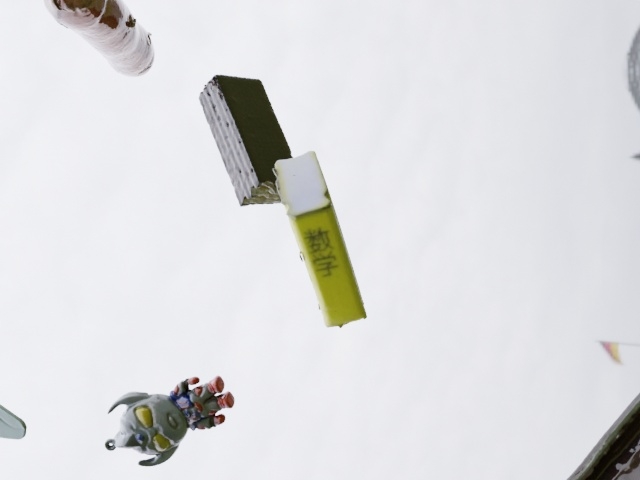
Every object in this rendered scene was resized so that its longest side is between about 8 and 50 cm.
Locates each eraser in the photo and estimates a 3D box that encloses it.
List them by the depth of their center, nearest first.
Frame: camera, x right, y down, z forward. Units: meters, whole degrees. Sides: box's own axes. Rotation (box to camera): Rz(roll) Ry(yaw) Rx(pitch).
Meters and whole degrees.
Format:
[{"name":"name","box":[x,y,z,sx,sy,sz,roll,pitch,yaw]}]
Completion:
[{"name":"eraser","box":[0.000,0.000,1.137,0.158,0.069,0.226,-103,-5,-54]}]

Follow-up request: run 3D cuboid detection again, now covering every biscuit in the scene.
[{"name":"biscuit","box":[-0.117,-0.169,1.363,0.106,0.070,0.252,-4,-118,-42]}]

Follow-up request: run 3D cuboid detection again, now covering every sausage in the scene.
[{"name":"sausage","box":[-0.334,-0.335,1.246,0.094,0.094,0.419,61,180,0]}]

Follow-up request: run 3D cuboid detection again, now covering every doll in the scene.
[{"name":"doll","box":[-0.208,0.242,1.068,0.104,0.195,0.062,57,-167,-32]}]

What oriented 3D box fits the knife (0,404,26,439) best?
[{"name":"knife","box":[-0.417,0.095,0.738,0.331,0.080,0.044,40,-160,0]}]

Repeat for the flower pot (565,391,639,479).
[{"name":"flower pot","box":[0.263,0.250,0.621,0.251,0.084,0.178,-39,-66,-24]}]
